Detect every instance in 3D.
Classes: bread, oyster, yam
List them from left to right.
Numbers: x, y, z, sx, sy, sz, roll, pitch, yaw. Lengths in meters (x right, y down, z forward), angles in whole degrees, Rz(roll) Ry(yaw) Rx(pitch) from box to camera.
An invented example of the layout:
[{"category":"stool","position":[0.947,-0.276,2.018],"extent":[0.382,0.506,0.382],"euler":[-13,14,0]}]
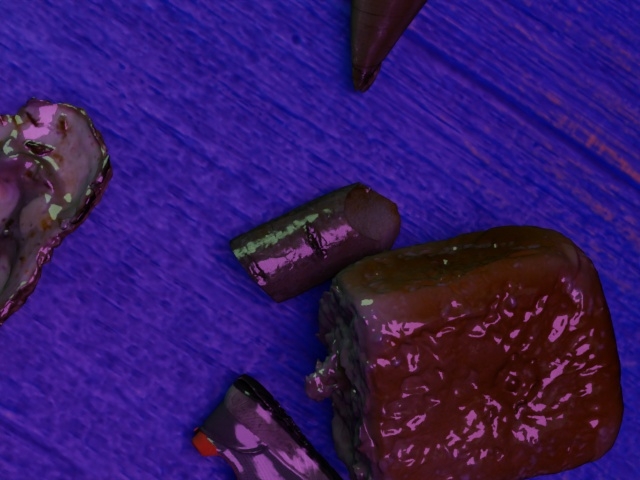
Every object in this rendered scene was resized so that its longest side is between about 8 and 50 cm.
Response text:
[{"category":"oyster","position":[-0.295,0.029,1.499],"extent":[0.129,0.078,0.345],"euler":[39,82,12]},{"category":"yam","position":[0.000,0.000,1.565],"extent":[0.146,0.070,0.069],"euler":[-24,94,-11]},{"category":"bread","position":[0.100,0.096,1.534],"extent":[0.246,0.176,0.195],"euler":[-11,103,-16]}]

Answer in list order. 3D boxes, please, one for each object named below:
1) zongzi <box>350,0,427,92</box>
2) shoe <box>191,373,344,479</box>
[{"category":"zongzi","position":[0.142,-0.276,1.588],"extent":[0.260,0.123,0.289],"euler":[-7,100,-16]},{"category":"shoe","position":[-0.026,0.203,1.559],"extent":[0.077,0.074,0.194],"euler":[-39,95,1]}]
